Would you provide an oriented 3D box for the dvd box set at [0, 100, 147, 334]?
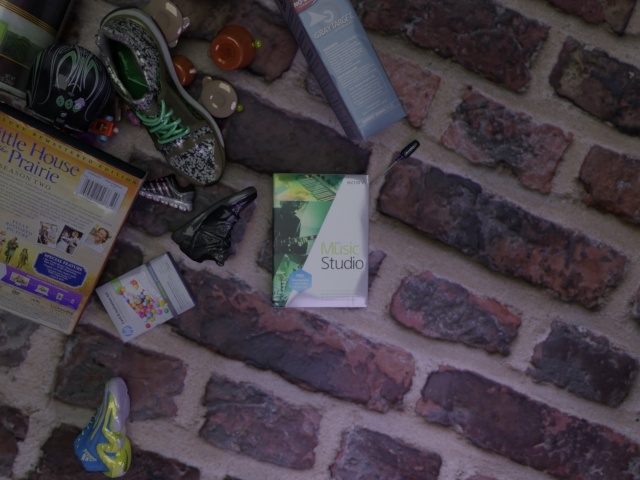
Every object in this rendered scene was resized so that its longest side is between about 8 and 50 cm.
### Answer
[{"bbox_3d":[-0.593,-0.029,1.018,0.307,0.062,0.420,26,108,-16],"label":"dvd box set"}]

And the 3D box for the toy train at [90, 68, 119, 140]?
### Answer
[{"bbox_3d":[-0.505,-0.317,1.117,0.125,0.046,0.166,14,94,2],"label":"toy train"}]

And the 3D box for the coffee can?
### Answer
[{"bbox_3d":[-0.660,-0.460,1.025,0.201,0.201,0.275,22,91,-5],"label":"coffee can"}]

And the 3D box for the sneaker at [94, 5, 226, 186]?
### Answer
[{"bbox_3d":[-0.351,-0.277,1.030,0.158,0.182,0.410,-24,114,14],"label":"sneaker"}]

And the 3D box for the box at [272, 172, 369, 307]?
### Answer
[{"bbox_3d":[0.000,0.000,1.167,0.232,0.058,0.322,0,92,-5],"label":"box"}]

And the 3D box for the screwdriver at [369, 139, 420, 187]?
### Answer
[{"bbox_3d":[0.176,-0.187,1.192,0.170,0.024,0.025,-39,124,0],"label":"screwdriver"}]

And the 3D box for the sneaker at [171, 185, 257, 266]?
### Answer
[{"bbox_3d":[-0.222,-0.026,1.137,0.227,0.087,0.130,-37,96,1],"label":"sneaker"}]

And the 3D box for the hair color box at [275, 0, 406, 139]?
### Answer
[{"bbox_3d":[0.036,-0.410,1.062,0.113,0.185,0.374,-31,103,0],"label":"hair color box"}]

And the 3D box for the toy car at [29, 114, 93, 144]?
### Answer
[{"bbox_3d":[-0.574,-0.204,1.086,0.182,0.159,0.136,36,53,-5],"label":"toy car"}]

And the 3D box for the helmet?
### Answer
[{"bbox_3d":[-0.519,-0.324,1.011,0.169,0.169,0.161,25,97,-5],"label":"helmet"}]

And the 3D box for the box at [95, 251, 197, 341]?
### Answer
[{"bbox_3d":[-0.411,0.132,1.151,0.186,0.038,0.145,-27,94,-2],"label":"box"}]

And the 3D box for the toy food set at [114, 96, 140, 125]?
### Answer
[{"bbox_3d":[-0.416,-0.308,1.141,0.122,0.019,0.078,-3,93,-5],"label":"toy food set"}]

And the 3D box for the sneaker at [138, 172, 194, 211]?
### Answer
[{"bbox_3d":[-0.370,-0.127,1.132,0.170,0.063,0.075,20,91,-10],"label":"sneaker"}]

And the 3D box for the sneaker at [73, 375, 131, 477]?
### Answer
[{"bbox_3d":[-0.515,0.437,1.130,0.126,0.091,0.240,-1,93,-4],"label":"sneaker"}]

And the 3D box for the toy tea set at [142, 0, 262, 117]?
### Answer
[{"bbox_3d":[-0.305,-0.438,1.118,0.336,0.124,0.200,26,120,-8],"label":"toy tea set"}]
